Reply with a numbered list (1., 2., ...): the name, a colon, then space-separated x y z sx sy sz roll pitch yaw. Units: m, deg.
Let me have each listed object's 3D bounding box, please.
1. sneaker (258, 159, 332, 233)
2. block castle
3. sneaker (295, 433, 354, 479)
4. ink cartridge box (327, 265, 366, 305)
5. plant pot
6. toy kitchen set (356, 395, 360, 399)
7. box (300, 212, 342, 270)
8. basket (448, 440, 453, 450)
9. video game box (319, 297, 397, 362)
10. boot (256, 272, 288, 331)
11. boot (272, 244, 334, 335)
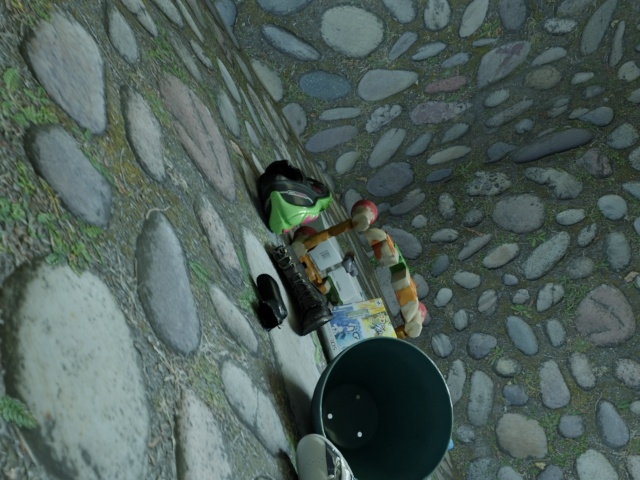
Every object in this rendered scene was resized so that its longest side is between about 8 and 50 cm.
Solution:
1. sneaker: -0.081 -0.163 1.823 0.483 0.185 0.202 -76 143 -79
2. block castle: 0.125 0.122 1.855 0.453 0.303 0.213 63 14 -9
3. sneaker: 0.009 0.423 0.916 0.153 0.094 0.235 67 11 -70
4. ink cartridge box: 0.108 0.192 2.288 0.139 0.082 0.191 68 7 21
5. plant pot: 0.097 0.359 1.210 0.290 0.290 0.195 65 -28 8
6. toy kitchen set: 0.148 0.478 1.743 0.068 0.083 0.075 -31 -97 57
7. box: 0.000 0.000 2.150 0.130 0.091 0.170 57 11 -38
8. basket: 0.316 0.571 1.918 0.255 0.201 0.289 66 -23 14
9. video game box: 0.107 0.266 1.659 0.048 0.205 0.187 106 -30 -53
10. boot: -0.111 0.131 1.240 0.121 0.045 0.099 65 11 0
11. boot: -0.059 0.118 1.519 0.229 0.091 0.263 58 5 -3
